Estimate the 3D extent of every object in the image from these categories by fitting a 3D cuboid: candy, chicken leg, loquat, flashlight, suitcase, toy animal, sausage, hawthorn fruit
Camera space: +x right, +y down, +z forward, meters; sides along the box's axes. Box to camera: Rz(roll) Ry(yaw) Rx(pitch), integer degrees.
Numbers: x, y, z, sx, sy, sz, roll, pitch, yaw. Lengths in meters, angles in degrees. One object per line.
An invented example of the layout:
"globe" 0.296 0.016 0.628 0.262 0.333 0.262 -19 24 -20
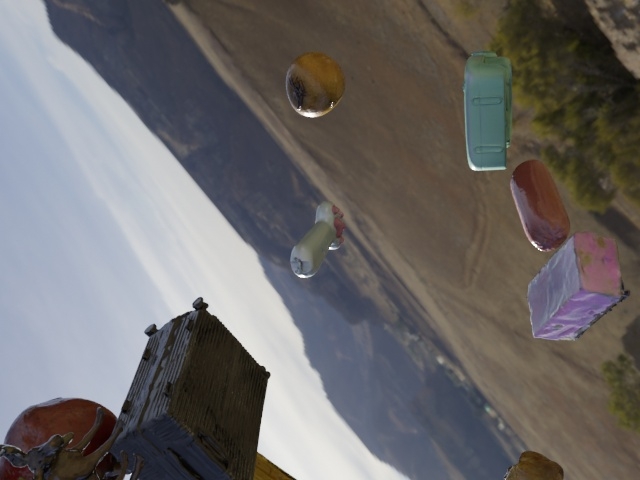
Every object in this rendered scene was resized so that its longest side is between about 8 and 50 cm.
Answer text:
"candy" 0.568 0.109 1.679 0.265 0.115 0.156 108 165 -58
"chicken leg" 0.380 0.476 1.237 0.087 0.107 0.252 6 -123 -52
"loquat" -0.011 -0.343 1.651 0.141 0.141 0.141 50 177 4
"flashlight" 0.000 0.000 1.333 0.200 0.047 0.093 -54 -43 -57
"suitcase" -0.220 0.293 1.314 0.230 0.152 0.335 52 -160 -22
"toy animal" -0.323 0.298 0.946 0.093 0.186 0.214 14 134 41
"sausage" 0.304 -0.050 1.039 0.062 0.062 0.154 53 -157 -36
"hawthorn fruit" -0.432 0.386 1.301 0.249 0.215 0.215 5 162 14

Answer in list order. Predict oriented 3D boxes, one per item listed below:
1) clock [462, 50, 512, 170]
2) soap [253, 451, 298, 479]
"clock" 0.259 -0.212 1.143 0.211 0.065 0.159 -64 -30 -57
"soap" -0.100 0.538 1.445 0.324 0.204 0.096 42 -150 -23
